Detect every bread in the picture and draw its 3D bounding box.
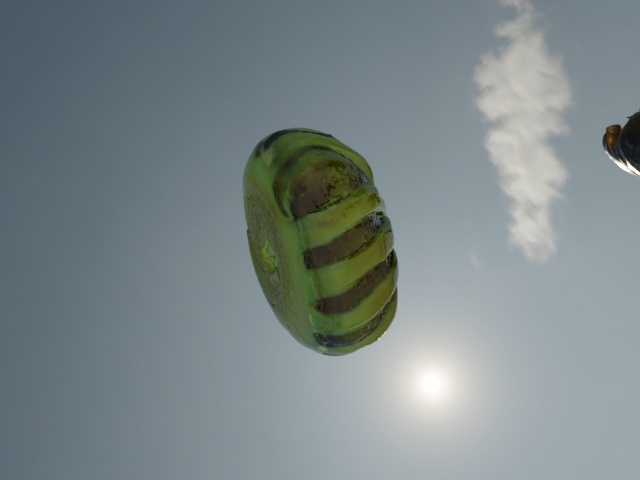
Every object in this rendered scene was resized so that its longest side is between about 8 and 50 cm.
[{"bbox_3d":[0.000,0.000,0.404,0.071,0.130,0.139,-17,-62,-14],"label":"bread"}]

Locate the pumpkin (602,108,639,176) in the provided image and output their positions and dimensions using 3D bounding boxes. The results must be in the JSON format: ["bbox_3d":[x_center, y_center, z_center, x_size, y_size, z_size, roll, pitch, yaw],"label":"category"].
[{"bbox_3d":[0.361,-0.123,0.652,0.118,0.108,0.184,7,-54,-18],"label":"pumpkin"}]
